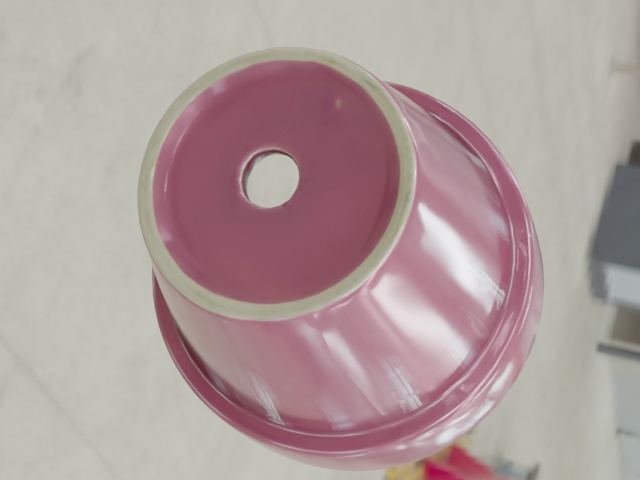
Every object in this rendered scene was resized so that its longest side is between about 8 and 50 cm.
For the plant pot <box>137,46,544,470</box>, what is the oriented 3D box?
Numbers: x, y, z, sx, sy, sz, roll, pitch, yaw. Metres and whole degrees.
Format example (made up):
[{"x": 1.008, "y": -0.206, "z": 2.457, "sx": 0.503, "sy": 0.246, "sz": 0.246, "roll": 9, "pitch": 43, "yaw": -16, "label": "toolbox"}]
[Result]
[{"x": 0.000, "y": 0.000, "z": 0.825, "sx": 0.180, "sy": 0.201, "sz": 0.201, "roll": 50, "pitch": 55, "yaw": -69, "label": "plant pot"}]
